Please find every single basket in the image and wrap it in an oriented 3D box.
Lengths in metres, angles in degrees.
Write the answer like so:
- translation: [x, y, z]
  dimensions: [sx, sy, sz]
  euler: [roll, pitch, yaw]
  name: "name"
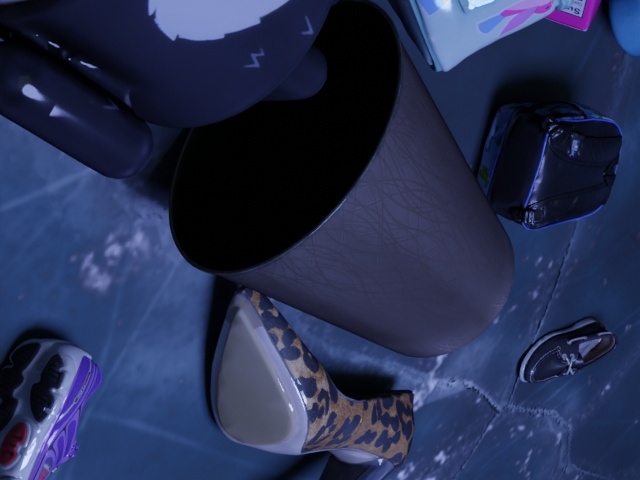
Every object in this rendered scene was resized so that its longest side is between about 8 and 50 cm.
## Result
- translation: [0.033, -0.021, 0.921]
  dimensions: [0.227, 0.154, 0.204]
  euler: [40, 75, -48]
  name: "basket"

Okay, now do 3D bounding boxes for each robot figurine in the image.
- translation: [-0.097, -0.162, 0.684]
  dimensions: [0.173, 0.209, 0.278]
  euler: [-36, 145, 18]
  name: "robot figurine"

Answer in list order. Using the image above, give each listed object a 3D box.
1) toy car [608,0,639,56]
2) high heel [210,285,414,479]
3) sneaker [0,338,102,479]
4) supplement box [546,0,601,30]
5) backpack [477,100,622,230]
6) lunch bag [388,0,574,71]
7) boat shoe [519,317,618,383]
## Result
- translation: [0.377, -0.290, 1.137]
  dimensions: [0.210, 0.219, 0.238]
  euler: [-3, 87, -46]
  name: "toy car"
- translation: [0.003, 0.104, 1.057]
  dimensions: [0.186, 0.093, 0.261]
  euler: [-48, 134, -42]
  name: "high heel"
- translation: [-0.193, 0.148, 0.868]
  dimensions: [0.170, 0.068, 0.071]
  euler: [-59, 147, -2]
  name: "sneaker"
- translation: [0.162, -0.264, 0.882]
  dimensions: [0.220, 0.114, 0.111]
  euler: [94, 22, -57]
  name: "supplement box"
- translation: [0.195, -0.070, 1.126]
  dimensions: [0.114, 0.084, 0.105]
  euler: [-7, 119, -39]
  name: "backpack"
- translation: [0.039, -0.236, 0.698]
  dimensions: [0.107, 0.224, 0.279]
  euler: [-29, 127, 3]
  name: "lunch bag"
- translation: [0.251, 0.116, 1.340]
  dimensions: [0.125, 0.038, 0.046]
  euler: [-19, 126, -39]
  name: "boat shoe"
